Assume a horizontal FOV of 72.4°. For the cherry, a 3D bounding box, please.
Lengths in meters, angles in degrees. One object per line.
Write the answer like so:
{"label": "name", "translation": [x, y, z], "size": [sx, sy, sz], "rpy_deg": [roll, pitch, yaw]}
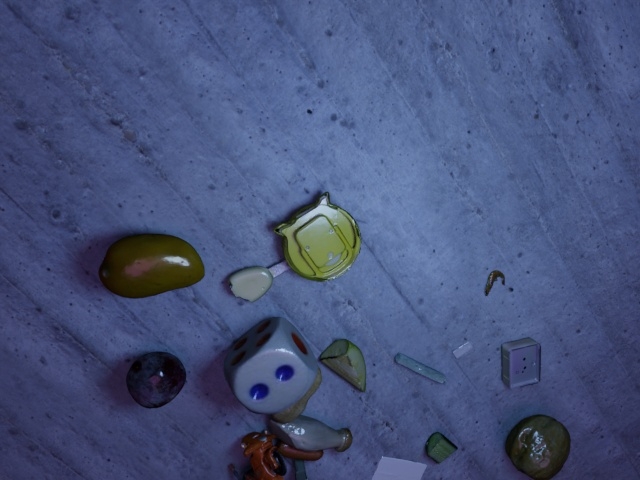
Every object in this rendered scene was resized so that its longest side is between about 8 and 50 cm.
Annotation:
{"label": "cherry", "translation": [-0.572, 0.475, 1.508], "size": [0.195, 0.195, 0.194], "rpy_deg": [-3, 106, -10]}

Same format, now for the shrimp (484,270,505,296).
{"label": "shrimp", "translation": [0.698, 0.176, 1.745], "size": [0.083, 0.023, 0.114], "rpy_deg": [16, 98, -17]}

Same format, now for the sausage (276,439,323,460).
{"label": "sausage", "translation": [-0.082, 0.841, 1.759], "size": [0.198, 0.076, 0.076], "rpy_deg": [17, 102, -16]}

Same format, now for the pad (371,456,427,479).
{"label": "pad", "translation": [0.345, 1.033, 1.932], "size": [0.232, 0.004, 0.156], "rpy_deg": [18, 102, -15]}

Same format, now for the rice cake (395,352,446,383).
{"label": "rice cake", "translation": [0.409, 0.520, 1.775], "size": [0.246, 0.045, 0.042], "rpy_deg": [28, 96, -16]}

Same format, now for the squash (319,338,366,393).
{"label": "squash", "translation": [0.146, 0.482, 1.682], "size": [0.252, 0.093, 0.170], "rpy_deg": [41, 139, -18]}

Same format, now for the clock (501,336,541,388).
{"label": "clock", "translation": [0.841, 0.517, 1.843], "size": [0.147, 0.071, 0.191], "rpy_deg": [-11, 108, -8]}

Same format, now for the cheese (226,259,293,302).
{"label": "cheese", "translation": [-0.193, 0.129, 1.546], "size": [0.256, 0.050, 0.127], "rpy_deg": [-26, 109, -2]}

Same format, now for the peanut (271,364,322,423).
{"label": "peanut", "translation": [-0.090, 0.577, 1.661], "size": [0.253, 0.122, 0.137], "rpy_deg": [-56, 149, 6]}

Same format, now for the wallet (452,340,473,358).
{"label": "wallet", "translation": [0.588, 0.452, 1.808], "size": [0.083, 0.011, 0.044], "rpy_deg": [-35, 109, 1]}

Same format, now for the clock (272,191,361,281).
{"label": "clock", "translation": [0.000, 0.000, 1.535], "size": [0.277, 0.071, 0.293], "rpy_deg": [-30, 109, -6]}

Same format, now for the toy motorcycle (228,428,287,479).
{"label": "toy motorcycle", "translation": [-0.233, 0.869, 1.685], "size": [0.148, 0.221, 0.325], "rpy_deg": [-12, 134, -44]}

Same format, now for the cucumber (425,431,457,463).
{"label": "cucumber", "translation": [0.516, 0.892, 1.895], "size": [0.116, 0.062, 0.115], "rpy_deg": [-44, 107, 11]}

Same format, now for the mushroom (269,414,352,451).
{"label": "mushroom", "translation": [-0.037, 0.761, 1.722], "size": [0.351, 0.128, 0.128], "rpy_deg": [20, 101, -19]}

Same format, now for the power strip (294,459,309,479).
{"label": "power strip", "translation": [-0.068, 0.956, 1.759], "size": [0.061, 0.145, 0.215], "rpy_deg": [-11, 144, -8]}

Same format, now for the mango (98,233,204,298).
{"label": "mango", "translation": [-0.538, 0.081, 1.408], "size": [0.318, 0.173, 0.211], "rpy_deg": [-3, 107, -17]}

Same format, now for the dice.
{"label": "dice", "translation": [-0.172, 0.433, 1.532], "size": [0.251, 0.259, 0.243], "rpy_deg": [-38, 107, 2]}

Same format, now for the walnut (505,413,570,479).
{"label": "walnut", "translation": [0.936, 0.882, 1.887], "size": [0.283, 0.227, 0.282], "rpy_deg": [-6, 105, -22]}
